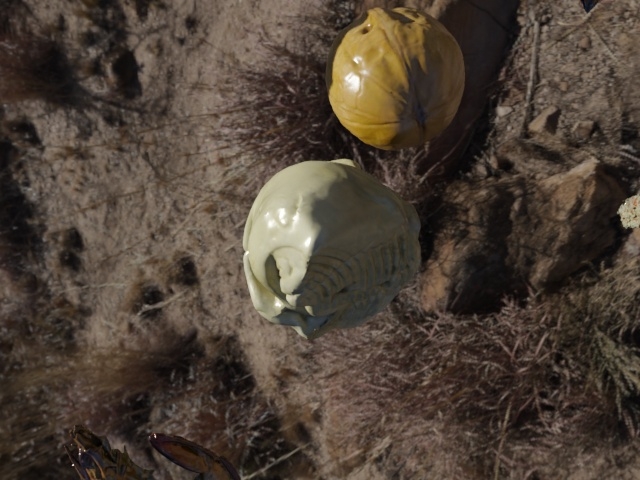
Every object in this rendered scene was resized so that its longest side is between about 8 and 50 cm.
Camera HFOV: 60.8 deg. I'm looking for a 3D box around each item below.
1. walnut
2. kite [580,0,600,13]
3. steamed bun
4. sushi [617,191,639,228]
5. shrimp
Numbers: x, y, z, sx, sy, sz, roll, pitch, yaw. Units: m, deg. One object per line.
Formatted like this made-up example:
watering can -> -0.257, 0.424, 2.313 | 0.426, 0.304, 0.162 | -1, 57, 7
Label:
walnut -> 0.104, -0.234, 0.773 | 0.226, 0.193, 0.193 | -96, 29, -42
kite -> 0.412, -0.439, 0.815 | 0.009, 0.232, 0.189 | -150, 68, -70
steamed bun -> 0.001, -0.002, 0.814 | 0.276, 0.289, 0.203 | -54, 54, 27
sushi -> 0.838, -0.080, 1.399 | 0.150, 0.078, 0.091 | 119, 145, -76
shrimp -> -0.166, 0.261, 0.576 | 0.236, 0.133, 0.053 | 55, -176, -18
